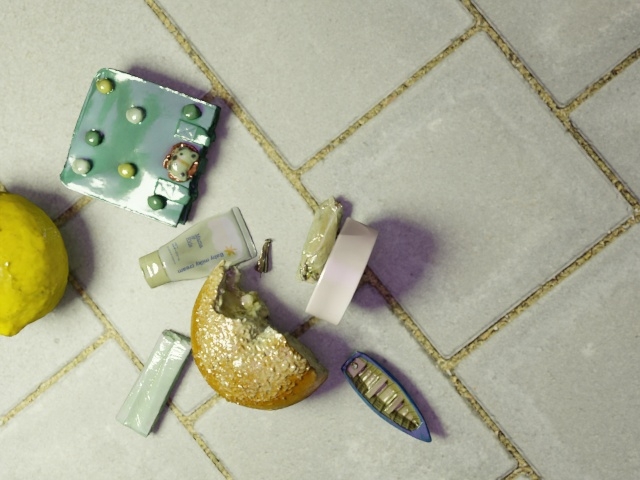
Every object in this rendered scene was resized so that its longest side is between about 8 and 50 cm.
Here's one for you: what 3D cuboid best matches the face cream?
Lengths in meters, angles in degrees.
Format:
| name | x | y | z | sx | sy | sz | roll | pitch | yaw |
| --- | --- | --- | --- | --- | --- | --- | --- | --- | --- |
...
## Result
| name | x | y | z | sx | sy | sz | roll | pitch | yaw |
| --- | --- | --- | --- | --- | --- | --- | --- | --- | --- |
| face cream | -0.253 | 0.022 | 1.151 | 0.223 | 0.070 | 0.114 | -23 | 89 | -6 |

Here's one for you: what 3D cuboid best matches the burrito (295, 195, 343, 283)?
| name | x | y | z | sx | sy | sz | roll | pitch | yaw |
| --- | --- | --- | --- | --- | --- | --- | --- | --- | --- |
| burrito | 0.000 | 0.000 | 1.138 | 0.058 | 0.045 | 0.188 | 20 | 90 | -4 |

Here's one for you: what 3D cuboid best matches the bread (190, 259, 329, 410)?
| name | x | y | z | sx | sy | sz | roll | pitch | yaw |
| --- | --- | --- | --- | --- | --- | --- | --- | --- | --- |
| bread | -0.152 | 0.208 | 1.087 | 0.192 | 0.171 | 0.314 | -41 | 87 | -1 |

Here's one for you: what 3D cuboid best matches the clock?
| name | x | y | z | sx | sy | sz | roll | pitch | yaw |
| --- | --- | --- | --- | --- | --- | --- | --- | --- | --- |
| clock | 0.041 | 0.058 | 1.060 | 0.068 | 0.197 | 0.197 | 24 | 92 | 2 |

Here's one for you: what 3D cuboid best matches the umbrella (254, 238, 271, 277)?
| name | x | y | z | sx | sy | sz | roll | pitch | yaw |
| --- | --- | --- | --- | --- | --- | --- | --- | --- | --- |
| umbrella | -0.117 | 0.037 | 1.159 | 0.031 | 0.020 | 0.083 | 10 | 91 | 43 |

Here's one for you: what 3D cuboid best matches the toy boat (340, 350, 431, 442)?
| name | x | y | z | sx | sy | sz | roll | pitch | yaw |
| --- | --- | --- | --- | --- | --- | --- | --- | --- | --- |
| toy boat | 0.138 | 0.317 | 1.131 | 0.229 | 0.046 | 0.080 | 43 | 92 | 2 |

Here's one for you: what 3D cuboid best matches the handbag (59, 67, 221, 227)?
| name | x | y | z | sx | sy | sz | roll | pitch | yaw |
| --- | --- | --- | --- | --- | --- | --- | --- | --- | --- |
| handbag | -0.363 | -0.192 | 1.132 | 0.274 | 0.100 | 0.269 | 21 | 91 | 4 |

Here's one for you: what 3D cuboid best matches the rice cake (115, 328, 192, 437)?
| name | x | y | z | sx | sy | sz | roll | pitch | yaw |
| --- | --- | --- | --- | --- | --- | --- | --- | --- | --- |
| rice cake | -0.340 | 0.291 | 1.162 | 0.080 | 0.042 | 0.222 | 28 | 93 | 7 |

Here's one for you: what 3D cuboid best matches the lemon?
| name | x | y | z | sx | sy | sz | roll | pitch | yaw |
| --- | --- | --- | --- | --- | --- | --- | --- | --- | --- |
| lemon | -0.624 | 0.034 | 1.079 | 0.253 | 0.253 | 0.311 | -23 | 83 | 3 |
